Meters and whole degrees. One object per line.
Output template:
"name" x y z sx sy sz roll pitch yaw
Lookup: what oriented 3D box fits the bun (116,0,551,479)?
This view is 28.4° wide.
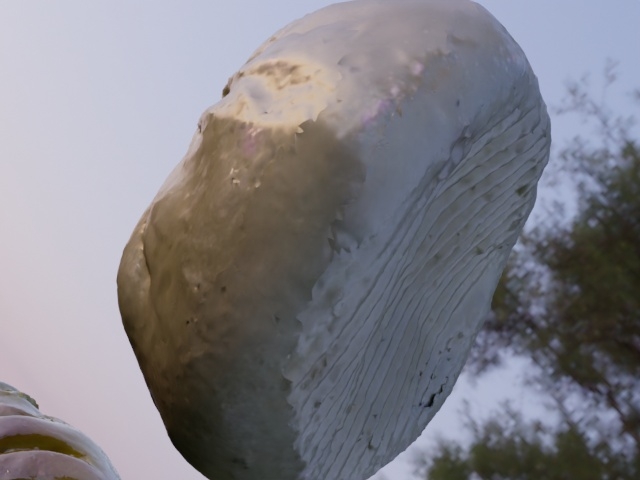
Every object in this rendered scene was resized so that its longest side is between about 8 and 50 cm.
"bun" 0.000 0.000 0.548 0.133 0.231 0.231 26 -29 25

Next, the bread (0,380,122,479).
"bread" -0.184 0.145 0.571 0.213 0.213 0.105 31 -29 43
